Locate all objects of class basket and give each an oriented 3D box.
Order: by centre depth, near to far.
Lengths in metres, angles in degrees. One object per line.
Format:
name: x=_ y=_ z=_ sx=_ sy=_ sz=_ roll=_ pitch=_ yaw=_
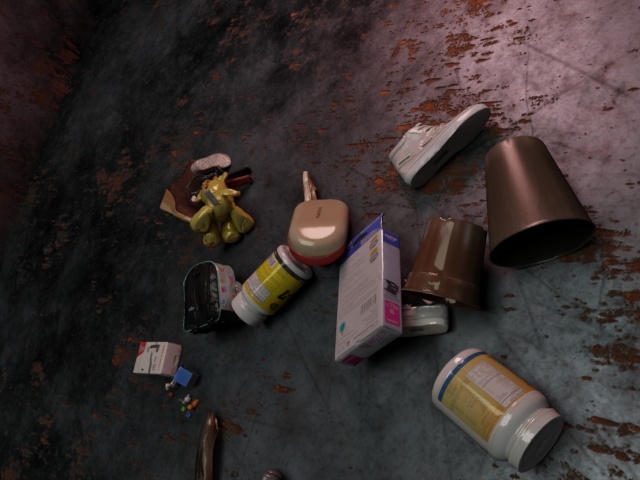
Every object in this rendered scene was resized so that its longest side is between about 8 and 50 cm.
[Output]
basket: x=0.420 y=-0.087 z=1.168 sx=0.205 sy=0.154 sz=0.226 roll=-26 pitch=52 yaw=33

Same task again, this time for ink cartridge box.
ink cartridge box: x=0.108 y=0.108 z=1.310 sx=0.186 sy=0.065 sz=0.310 roll=-46 pitch=32 yaw=43
ink cartridge box: x=-0.493 y=0.359 z=1.743 sx=0.135 sy=0.056 sz=0.099 roll=-9 pitch=64 yaw=36

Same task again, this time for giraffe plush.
giraffe plush: x=-0.313 y=-0.110 z=1.743 sx=0.182 sy=0.210 sz=0.170 roll=-16 pitch=37 yaw=-7

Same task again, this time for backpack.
backpack: x=-0.301 y=0.156 z=1.622 sx=0.166 sy=0.145 sz=0.188 roll=-26 pitch=69 yaw=34

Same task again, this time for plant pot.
plant pot: x=0.269 y=0.046 z=1.200 sx=0.167 sy=0.167 sz=0.165 roll=9 pitch=80 yaw=41

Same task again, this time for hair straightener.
hair straightener: x=-0.327 y=-0.192 z=1.842 sx=0.231 sy=0.047 sz=0.088 roll=-18 pitch=56 yaw=12

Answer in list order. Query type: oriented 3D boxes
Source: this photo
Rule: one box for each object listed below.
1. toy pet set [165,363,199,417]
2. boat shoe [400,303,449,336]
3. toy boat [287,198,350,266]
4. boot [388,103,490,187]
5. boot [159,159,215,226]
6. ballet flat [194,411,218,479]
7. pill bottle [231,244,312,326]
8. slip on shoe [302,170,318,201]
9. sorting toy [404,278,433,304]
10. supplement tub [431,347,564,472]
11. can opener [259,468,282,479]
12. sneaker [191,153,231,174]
toy pet set: x=-0.395 y=0.417 z=1.632 sx=0.122 sy=0.065 sz=0.114 roll=27 pitch=87 yaw=42
boat shoe: x=0.197 y=0.171 z=1.281 sx=0.184 sy=0.066 sz=0.063 roll=-13 pitch=47 yaw=37
toy boat: x=0.000 y=0.000 z=1.472 sx=0.151 sy=0.151 sz=0.231 roll=-2 pitch=29 yaw=7
boot: x=0.276 y=-0.255 z=1.393 sx=0.258 sy=0.095 sz=0.123 roll=-43 pitch=56 yaw=16
boot: x=-0.407 y=-0.154 z=1.900 sx=0.249 sy=0.090 sz=0.206 roll=26 pitch=79 yaw=34
ballet flat: x=-0.291 y=0.572 z=1.488 sx=0.084 sy=0.058 sz=0.249 roll=124 pitch=153 yaw=-55
pill bottle: x=-0.131 y=0.122 z=1.525 sx=0.208 sy=0.119 sz=0.119 roll=-46 pitch=49 yaw=13
slip on shoe: x=-0.028 y=-0.138 z=1.622 sx=0.041 sy=0.051 sz=0.135 roll=-2 pitch=51 yaw=-5
sorting toy: x=0.244 y=0.101 z=1.291 sx=0.083 sy=0.045 sz=0.075 roll=-33 pitch=65 yaw=8
supplement tub: x=0.321 y=0.307 z=1.058 sx=0.200 sy=0.144 sz=0.144 roll=37 pitch=94 yaw=42
can opener: x=-0.141 y=0.676 z=1.319 sx=0.095 sy=0.076 sz=0.283 roll=22 pitch=82 yaw=10
sneaker: x=-0.364 y=-0.249 z=1.894 sx=0.070 sy=0.134 sz=0.050 roll=-17 pitch=91 yaw=49
